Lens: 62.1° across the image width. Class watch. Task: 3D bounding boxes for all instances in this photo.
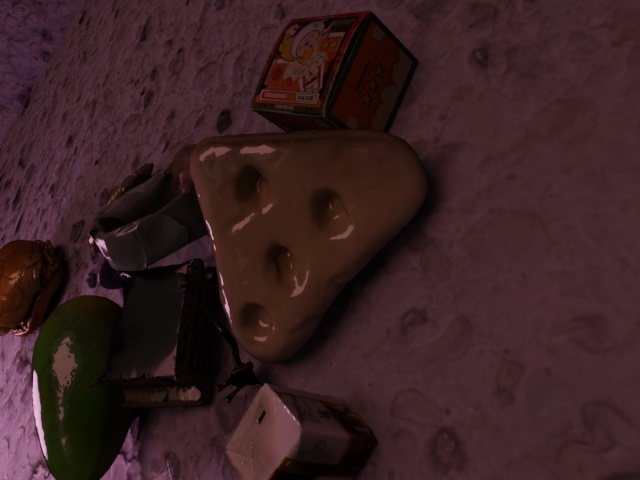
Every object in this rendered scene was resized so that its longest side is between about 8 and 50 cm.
[{"bbox_3d":[-0.298,-0.047,0.989,0.241,0.162,0.253,-27,25,0],"label":"watch"}]

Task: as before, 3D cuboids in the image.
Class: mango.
[{"bbox_3d":[-0.456,0.285,1.041,0.225,0.201,0.382,-25,58,23],"label":"mango"}]

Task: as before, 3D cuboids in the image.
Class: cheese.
[{"bbox_3d":[0.000,0.000,0.772,0.328,0.129,0.351,-10,99,9],"label":"cheese"}]

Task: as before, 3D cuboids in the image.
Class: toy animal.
[{"bbox_3d":[-0.122,0.209,0.827,0.220,0.062,0.108,51,139,17],"label":"toy animal"}]

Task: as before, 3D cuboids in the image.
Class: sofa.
[{"bbox_3d":[-0.272,0.170,0.976,0.199,0.182,0.259,-8,64,22],"label":"sofa"}]

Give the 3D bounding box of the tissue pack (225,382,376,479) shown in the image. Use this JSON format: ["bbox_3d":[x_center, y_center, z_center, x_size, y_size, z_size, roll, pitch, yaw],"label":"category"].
[{"bbox_3d":[-0.021,0.257,0.669,0.099,0.148,0.106,36,97,47],"label":"tissue pack"}]

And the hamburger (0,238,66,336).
[{"bbox_3d":[-0.883,0.127,1.560,0.318,0.158,0.319,-20,57,34],"label":"hamburger"}]

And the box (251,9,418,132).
[{"bbox_3d":[0.018,-0.258,0.876,0.194,0.148,0.178,21,85,47],"label":"box"}]

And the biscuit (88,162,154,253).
[{"bbox_3d":[-0.512,-0.077,1.328,0.290,0.038,0.141,-54,4,10],"label":"biscuit"}]

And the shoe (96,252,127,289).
[{"bbox_3d":[-0.462,-0.005,1.266,0.245,0.095,0.137,-58,40,2],"label":"shoe"}]
